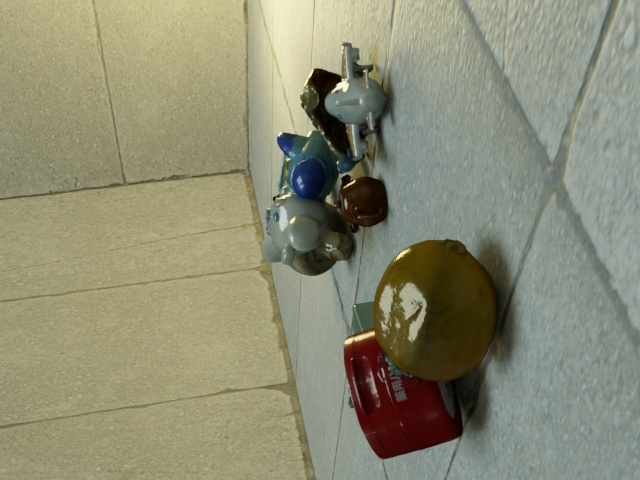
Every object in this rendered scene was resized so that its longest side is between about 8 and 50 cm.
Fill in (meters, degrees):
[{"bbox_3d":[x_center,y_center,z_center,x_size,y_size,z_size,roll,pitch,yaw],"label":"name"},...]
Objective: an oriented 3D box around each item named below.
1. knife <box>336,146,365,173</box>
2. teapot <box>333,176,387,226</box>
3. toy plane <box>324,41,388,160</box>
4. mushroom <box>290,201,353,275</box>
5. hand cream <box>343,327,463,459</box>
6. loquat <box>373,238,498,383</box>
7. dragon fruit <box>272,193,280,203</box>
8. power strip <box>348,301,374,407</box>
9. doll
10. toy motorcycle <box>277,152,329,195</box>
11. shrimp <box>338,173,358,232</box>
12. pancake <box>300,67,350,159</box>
[{"bbox_3d":[0.067,-0.178,1.895,0.045,0.019,0.313,64,-164,-5],"label":"knife"},{"bbox_3d":[0.083,-0.080,1.912,0.173,0.116,0.116,-118,23,-63],"label":"teapot"},{"bbox_3d":[0.068,-0.288,1.829,0.244,0.117,0.245,171,90,-80],"label":"toy plane"},{"bbox_3d":[0.000,0.000,2.322,0.204,0.204,0.204,173,90,-80],"label":"mushroom"},{"bbox_3d":[0.143,0.245,1.491,0.230,0.149,0.230,-17,-90,-78],"label":"hand cream"},{"bbox_3d":[0.170,0.108,1.314,0.187,0.176,0.234,-129,45,-62],"label":"loquat"},{"bbox_3d":[-0.071,-0.074,2.660,0.188,0.182,0.182,35,-151,-43],"label":"dragon fruit"},{"bbox_3d":[0.113,0.291,1.945,0.261,0.141,0.230,-109,14,-62],"label":"power strip"},{"bbox_3d":[-0.046,-0.120,2.091,0.376,0.187,0.366,-3,69,59],"label":"doll"},{"bbox_3d":[-0.054,-0.159,2.446,0.206,0.154,0.260,57,-139,-63],"label":"toy motorcycle"},{"bbox_3d":[0.071,-0.085,2.209,0.178,0.034,0.124,98,160,-62],"label":"shrimp"},{"bbox_3d":[0.039,-0.282,1.994,0.266,0.057,0.245,-8,-108,-63],"label":"pancake"}]
